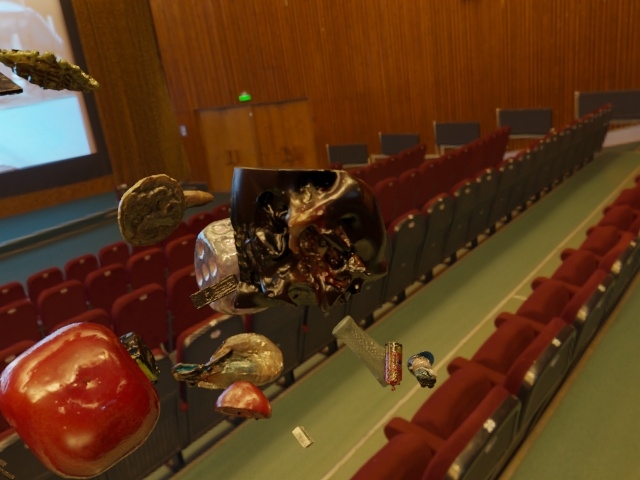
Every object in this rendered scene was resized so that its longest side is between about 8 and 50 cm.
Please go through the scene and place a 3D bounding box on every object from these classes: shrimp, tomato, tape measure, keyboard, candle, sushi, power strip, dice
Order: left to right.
[{"bbox_3d":[-0.794,-0.382,1.260,0.100,0.018,0.309,-22,41,-39],"label":"keyboard"},{"bbox_3d":[-0.526,0.347,1.197,0.293,0.325,0.290,-26,-18,-42],"label":"tomato"},{"bbox_3d":[-0.664,0.451,1.966,0.112,0.186,0.199,-27,31,-5],"label":"tape measure"},{"bbox_3d":[-0.441,-0.110,1.662,0.262,0.066,0.117,-5,-20,-48],"label":"shrimp"},{"bbox_3d":[-0.233,0.114,1.205,0.111,0.038,0.029,-28,-5,0],"label":"power strip"},{"bbox_3d":[-0.336,0.459,2.047,0.445,0.110,0.221,-2,55,-36],"label":"shrimp"},{"bbox_3d":[-0.290,0.091,1.969,0.270,0.272,0.270,-9,34,-31],"label":"dice"},{"bbox_3d":[-0.203,0.435,1.489,0.159,0.139,0.091,2,62,18],"label":"tomato"},{"bbox_3d":[0.000,-0.001,0.879,0.212,0.227,0.215,9,11,36],"label":"sushi"},{"bbox_3d":[0.202,0.351,1.507,0.051,0.052,0.131,-2,62,16],"label":"candle"}]

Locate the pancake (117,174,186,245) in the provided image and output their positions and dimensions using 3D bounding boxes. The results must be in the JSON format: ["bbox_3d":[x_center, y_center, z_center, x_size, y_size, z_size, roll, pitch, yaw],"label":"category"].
[{"bbox_3d":[-0.334,-0.058,1.075,0.158,0.158,0.028,-25,47,-39],"label":"pancake"}]

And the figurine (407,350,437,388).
[{"bbox_3d":[0.297,0.383,1.576,0.077,0.080,0.136,8,28,-6],"label":"figurine"}]

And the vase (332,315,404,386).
[{"bbox_3d":[0.136,0.320,1.597,0.096,0.219,0.096,-47,-3,-4],"label":"vase"}]

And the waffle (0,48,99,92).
[{"bbox_3d":[-0.721,-0.441,1.440,0.223,0.054,0.204,8,-5,15],"label":"waffle"}]

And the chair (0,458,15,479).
[{"bbox_3d":[-0.863,0.543,1.332,0.212,0.084,0.101,25,43,24],"label":"chair"}]

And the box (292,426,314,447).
[{"bbox_3d":[-0.045,0.521,1.439,0.024,0.083,0.054,-41,71,-8],"label":"box"}]
